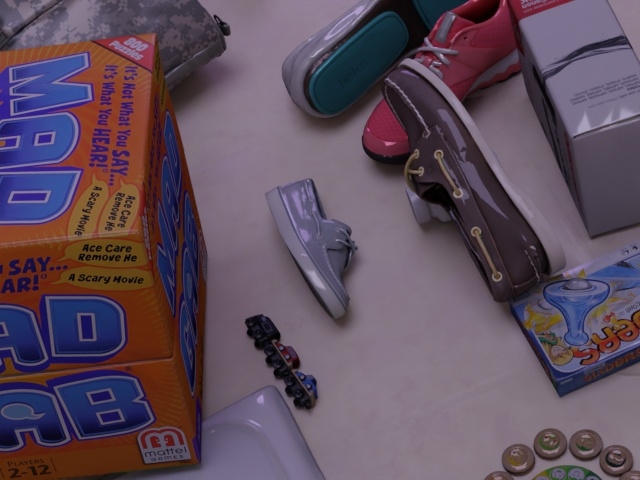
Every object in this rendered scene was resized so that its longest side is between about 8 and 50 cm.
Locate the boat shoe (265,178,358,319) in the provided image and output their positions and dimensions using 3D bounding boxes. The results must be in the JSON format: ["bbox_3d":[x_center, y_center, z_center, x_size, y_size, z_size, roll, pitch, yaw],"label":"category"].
[{"bbox_3d":[0.000,0.000,1.815,0.081,0.079,0.227,-27,47,0],"label":"boat shoe"}]

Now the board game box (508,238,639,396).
[{"bbox_3d":[0.336,0.082,1.679,0.201,0.035,0.136,-24,50,-3],"label":"board game box"}]

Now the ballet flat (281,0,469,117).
[{"bbox_3d":[0.106,-0.317,2.017,0.400,0.139,0.139,-37,52,-12],"label":"ballet flat"}]

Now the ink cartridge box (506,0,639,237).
[{"bbox_3d":[0.329,-0.170,1.776,0.114,0.197,0.272,-19,49,3],"label":"ink cartridge box"}]

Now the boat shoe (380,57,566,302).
[{"bbox_3d":[0.160,-0.074,1.732,0.097,0.116,0.324,-32,74,-7],"label":"boat shoe"}]

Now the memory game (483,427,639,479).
[{"bbox_3d":[0.262,0.281,1.560,0.186,0.012,0.186,-8,51,10],"label":"memory game"}]

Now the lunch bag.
[{"bbox_3d":[-0.312,-0.281,2.047,0.305,0.212,0.256,-38,69,-11],"label":"lunch bag"}]

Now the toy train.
[{"bbox_3d":[-0.044,0.144,1.751,0.036,0.027,0.158,-23,49,-16],"label":"toy train"}]

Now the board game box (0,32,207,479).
[{"bbox_3d":[-0.335,0.026,1.658,0.357,0.356,0.356,-7,41,3],"label":"board game box"}]

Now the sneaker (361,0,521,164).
[{"bbox_3d":[0.157,-0.233,1.916,0.116,0.136,0.314,31,67,35],"label":"sneaker"}]

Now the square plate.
[{"bbox_3d":[-0.137,0.352,1.599,0.344,0.049,0.347,-27,50,-6],"label":"square plate"}]

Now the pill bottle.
[{"bbox_3d":[0.171,-0.063,1.822,0.120,0.067,0.067,-20,50,1],"label":"pill bottle"}]
